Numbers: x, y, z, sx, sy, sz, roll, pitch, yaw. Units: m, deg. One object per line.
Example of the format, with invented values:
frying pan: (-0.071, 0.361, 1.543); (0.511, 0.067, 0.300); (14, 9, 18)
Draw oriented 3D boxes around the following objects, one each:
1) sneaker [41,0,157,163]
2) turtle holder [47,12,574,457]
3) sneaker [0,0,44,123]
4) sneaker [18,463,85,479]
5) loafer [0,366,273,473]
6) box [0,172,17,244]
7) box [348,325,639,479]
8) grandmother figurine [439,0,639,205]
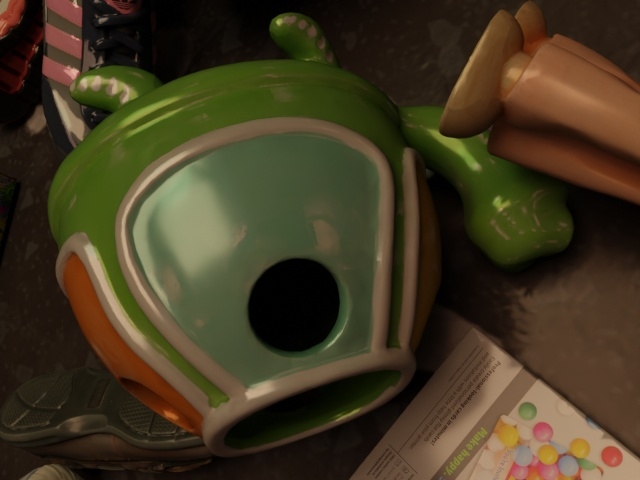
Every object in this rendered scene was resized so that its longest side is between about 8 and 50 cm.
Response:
sneaker: (-0.211, -0.198, 0.662); (0.131, 0.112, 0.318); (-20, 79, 55)
turtle holder: (-0.013, 0.011, 0.480); (0.243, 0.320, 0.227); (-53, 50, 42)
sneaker: (-0.345, -0.293, 0.816); (0.314, 0.116, 0.136); (-44, 54, 7)
sneaker: (-0.214, 0.309, 0.564); (0.086, 0.085, 0.237); (-43, 58, 41)
loafer: (-0.153, 0.157, 0.589); (0.268, 0.084, 0.096); (-7, 39, 23)
box: (-0.540, 0.039, 0.773); (0.290, 0.177, 0.279); (-2, 73, 29)
box: (0.129, 0.170, 0.440); (0.186, 0.038, 0.145); (41, 95, 32)
grandmother figurine: (0.247, -0.025, 0.368); (0.342, 0.208, 0.104); (30, 132, 16)
